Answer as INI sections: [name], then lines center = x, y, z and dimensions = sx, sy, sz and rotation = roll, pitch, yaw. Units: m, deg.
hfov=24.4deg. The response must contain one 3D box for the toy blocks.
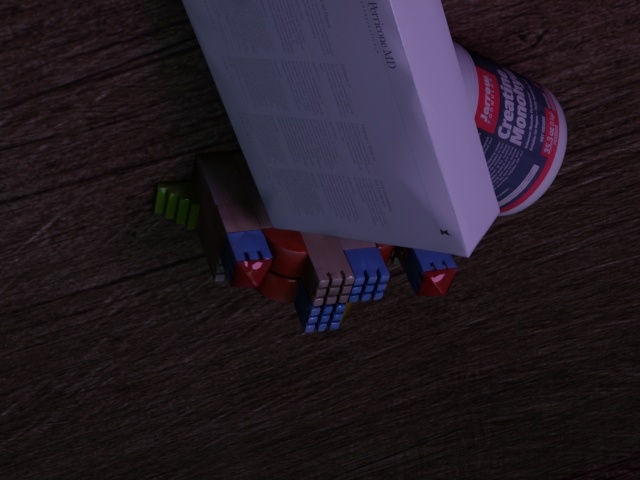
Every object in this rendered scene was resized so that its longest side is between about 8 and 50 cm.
[toy blocks]
center = 0.000, 0.000, 1.939
dimensions = 0.381, 0.261, 0.191
rotation = -5, 139, -21

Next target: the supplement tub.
[supplement tub]
center = 0.168, -0.151, 1.901
dimensions = 0.272, 0.191, 0.191
rotation = 18, 127, -41

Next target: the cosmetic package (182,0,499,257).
[cosmetic package]
center = 0.023, -0.165, 1.679
dimensions = 0.097, 0.284, 0.377
rotation = -50, 135, -34
